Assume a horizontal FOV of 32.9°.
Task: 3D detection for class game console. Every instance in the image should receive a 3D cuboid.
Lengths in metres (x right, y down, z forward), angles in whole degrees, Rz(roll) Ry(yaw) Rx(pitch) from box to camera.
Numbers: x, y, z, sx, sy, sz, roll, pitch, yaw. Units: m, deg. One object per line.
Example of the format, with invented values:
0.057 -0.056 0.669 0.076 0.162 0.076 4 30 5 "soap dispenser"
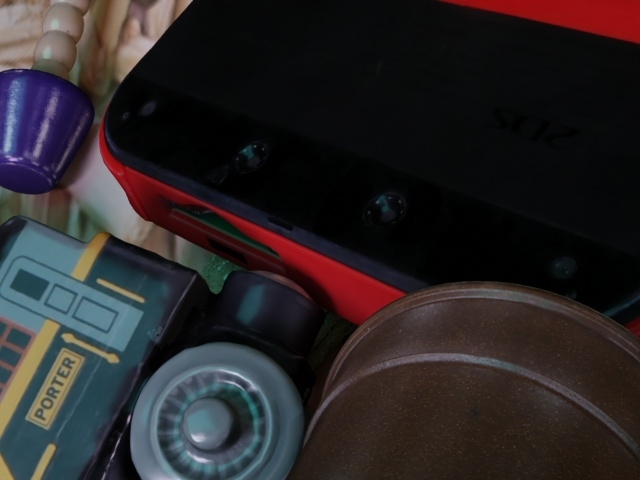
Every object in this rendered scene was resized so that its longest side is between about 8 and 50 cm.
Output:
0.084 -0.110 0.583 0.386 0.060 0.342 24 68 39 "game console"

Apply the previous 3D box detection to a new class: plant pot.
0.043 0.124 0.371 0.167 0.167 0.165 -9 20 30 "plant pot"

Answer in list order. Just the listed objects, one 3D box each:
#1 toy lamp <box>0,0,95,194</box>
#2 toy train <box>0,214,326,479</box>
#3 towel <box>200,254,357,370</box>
-0.188 -0.163 0.791 0.080 0.080 0.274 -11 58 29 "toy lamp"
-0.126 0.149 0.502 0.190 0.142 0.334 23 77 13 "toy train"
0.000 0.000 0.606 0.148 0.027 0.110 -47 48 2 "towel"
